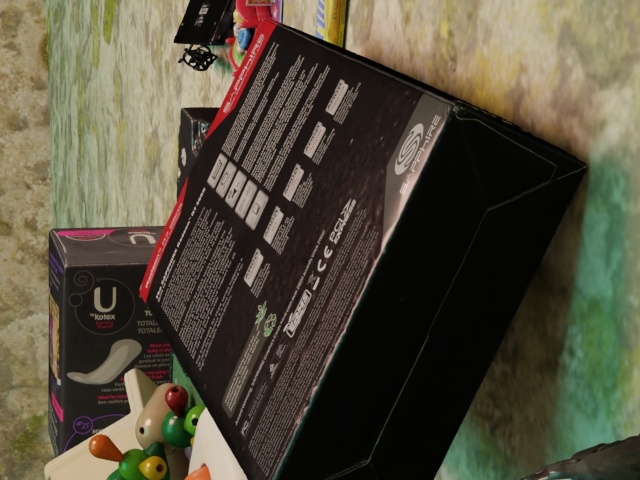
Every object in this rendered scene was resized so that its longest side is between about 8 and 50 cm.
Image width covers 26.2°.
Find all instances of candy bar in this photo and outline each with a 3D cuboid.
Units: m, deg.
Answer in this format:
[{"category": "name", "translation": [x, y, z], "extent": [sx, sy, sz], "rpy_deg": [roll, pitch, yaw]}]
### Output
[{"category": "candy bar", "translation": [0.007, -0.165, 1.063], "extent": [0.040, 0.018, 0.161], "rpy_deg": [-128, 41, -63]}]

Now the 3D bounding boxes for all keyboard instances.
[{"category": "keyboard", "translation": [-0.112, -0.221, 1.437], "extent": [0.100, 0.038, 0.192], "rpy_deg": [-67, 19, 2]}]

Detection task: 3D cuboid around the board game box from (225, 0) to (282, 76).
[{"category": "board game box", "translation": [-0.069, -0.200, 1.277], "extent": [0.133, 0.033, 0.168], "rpy_deg": [-142, 53, -67]}]

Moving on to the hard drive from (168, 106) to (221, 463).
[{"category": "hard drive", "translation": [-0.090, 0.062, 1.315], "extent": [0.237, 0.064, 0.339], "rpy_deg": [-133, 45, -65]}]

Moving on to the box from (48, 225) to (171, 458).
[{"category": "box", "translation": [-0.225, 0.130, 1.581], "extent": [0.143, 0.165, 0.270], "rpy_deg": [-133, 45, -64]}]

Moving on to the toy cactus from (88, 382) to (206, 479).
[{"category": "toy cactus", "translation": [-0.165, 0.200, 1.272], "extent": [0.219, 0.112, 0.180], "rpy_deg": [-60, 11, 31]}]

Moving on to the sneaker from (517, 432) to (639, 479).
[{"category": "sneaker", "translation": [0.119, 0.191, 0.637], "extent": [0.108, 0.100, 0.271], "rpy_deg": [55, 149, 41]}]

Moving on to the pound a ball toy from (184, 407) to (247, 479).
[{"category": "pound a ball toy", "translation": [-0.027, 0.205, 1.010], "extent": [0.319, 0.136, 0.208], "rpy_deg": [-112, 26, -46]}]

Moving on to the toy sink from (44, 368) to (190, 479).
[{"category": "toy sink", "translation": [-0.189, 0.278, 1.428], "extent": [0.153, 0.131, 0.234], "rpy_deg": [52, -169, -42]}]

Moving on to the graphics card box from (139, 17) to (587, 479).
[{"category": "graphics card box", "translation": [0.000, 0.000, 0.857], "extent": [0.233, 0.094, 0.371], "rpy_deg": [-65, 21, 6]}]
